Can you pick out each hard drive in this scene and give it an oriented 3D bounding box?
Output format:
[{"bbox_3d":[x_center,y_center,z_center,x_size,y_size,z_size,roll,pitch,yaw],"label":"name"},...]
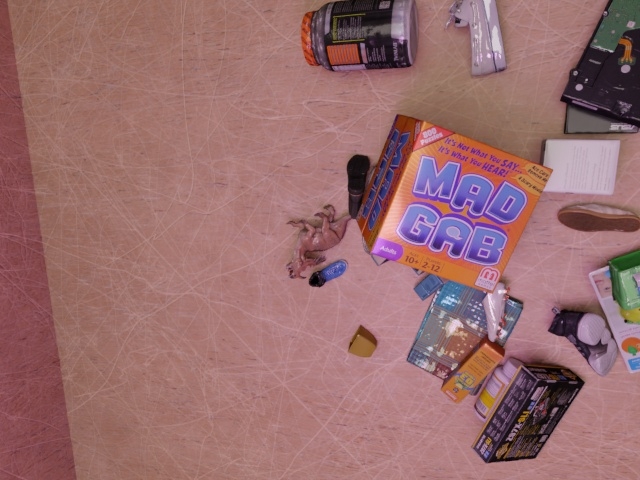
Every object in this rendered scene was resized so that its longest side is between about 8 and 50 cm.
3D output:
[{"bbox_3d":[0.843,-0.502,1.304,0.236,0.064,0.339,26,95,18],"label":"hard drive"}]

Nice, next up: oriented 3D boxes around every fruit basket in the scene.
[{"bbox_3d":[0.987,0.190,1.354,0.327,0.165,0.353,-23,94,21],"label":"fruit basket"}]

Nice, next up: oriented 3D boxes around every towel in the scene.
[{"bbox_3d":[0.477,0.313,1.619,0.271,0.040,0.370,25,106,15],"label":"towel"}]

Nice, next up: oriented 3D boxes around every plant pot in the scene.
[{"bbox_3d":[0.156,0.370,1.724,0.083,0.081,0.081,29,107,0],"label":"plant pot"}]

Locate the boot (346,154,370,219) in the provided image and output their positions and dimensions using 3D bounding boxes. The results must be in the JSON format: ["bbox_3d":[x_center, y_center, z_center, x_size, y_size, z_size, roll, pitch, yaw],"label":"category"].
[{"bbox_3d":[0.119,-0.184,1.626,0.076,0.198,0.137,10,138,9],"label":"boot"}]

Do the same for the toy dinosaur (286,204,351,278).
[{"bbox_3d":[0.000,0.000,1.700,0.295,0.127,0.200,-23,101,5],"label":"toy dinosaur"}]

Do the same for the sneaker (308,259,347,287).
[{"bbox_3d":[0.025,0.122,1.723,0.152,0.084,0.058,-27,89,21],"label":"sneaker"}]

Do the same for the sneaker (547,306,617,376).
[{"bbox_3d":[0.798,0.298,1.472,0.101,0.153,0.269,-43,120,-13],"label":"sneaker"}]

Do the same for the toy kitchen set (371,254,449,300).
[{"bbox_3d":[0.280,0.106,1.583,0.207,0.166,0.122,54,138,17],"label":"toy kitchen set"}]

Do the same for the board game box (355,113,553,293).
[{"bbox_3d":[0.343,-0.121,1.370,0.356,0.356,0.357,18,106,-8],"label":"board game box"}]

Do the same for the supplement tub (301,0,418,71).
[{"bbox_3d":[0.123,-0.639,1.499,0.337,0.207,0.207,4,100,18],"label":"supplement tub"}]

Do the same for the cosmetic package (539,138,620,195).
[{"bbox_3d":[0.732,-0.214,1.382,0.183,0.151,0.152,5,101,20],"label":"cosmetic package"}]

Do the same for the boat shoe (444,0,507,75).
[{"bbox_3d":[0.442,-0.672,1.431,0.156,0.136,0.367,-10,105,24],"label":"boat shoe"}]

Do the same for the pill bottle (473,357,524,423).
[{"bbox_3d":[0.597,0.495,1.564,0.117,0.117,0.215,27,107,13],"label":"pill bottle"}]

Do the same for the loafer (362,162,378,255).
[{"bbox_3d":[0.186,-0.101,1.615,0.112,0.111,0.320,6,101,19],"label":"loafer"}]

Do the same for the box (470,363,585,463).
[{"bbox_3d":[0.644,0.539,1.492,0.079,0.257,0.322,47,119,55],"label":"box"}]

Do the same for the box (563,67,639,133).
[{"bbox_3d":[0.811,-0.400,1.380,0.190,0.045,0.184,5,97,19],"label":"box"}]

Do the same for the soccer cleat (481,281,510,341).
[{"bbox_3d":[0.548,0.223,1.527,0.076,0.068,0.196,12,103,34],"label":"soccer cleat"}]

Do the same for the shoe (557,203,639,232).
[{"bbox_3d":[0.824,-0.067,1.430,0.219,0.058,0.077,9,133,22],"label":"shoe"}]

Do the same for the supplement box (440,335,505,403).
[{"bbox_3d":[0.497,0.424,1.574,0.078,0.080,0.233,39,114,12],"label":"supplement box"}]
